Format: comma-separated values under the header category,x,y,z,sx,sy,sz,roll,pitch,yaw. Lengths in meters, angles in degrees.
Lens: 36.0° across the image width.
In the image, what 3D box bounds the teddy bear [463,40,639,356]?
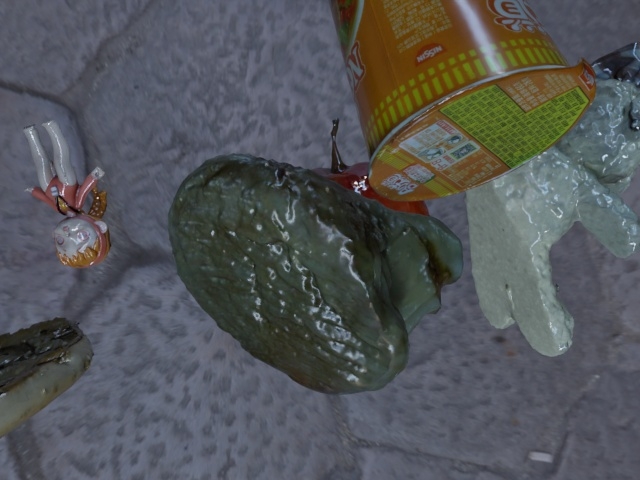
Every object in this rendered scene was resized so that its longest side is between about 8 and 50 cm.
category,x,y,z,sx,sy,sz,roll,pitch,yaw
teddy bear,0.417,-0.069,1.544,0.362,0.327,0.375,-26,115,-16

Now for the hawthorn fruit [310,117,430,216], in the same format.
category,x,y,z,sx,sy,sz,roll,pitch,yaw
hawthorn fruit,0.036,-0.029,1.340,0.241,0.242,0.272,-9,106,-6

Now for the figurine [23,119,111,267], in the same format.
category,x,y,z,sx,sy,sz,roll,pitch,yaw
figurine,-0.180,-0.033,0.708,0.064,0.047,0.109,-12,106,15

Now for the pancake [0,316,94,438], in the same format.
category,x,y,z,sx,sy,sz,roll,pitch,yaw
pancake,-0.431,0.193,1.129,0.382,0.382,0.071,-23,100,-7

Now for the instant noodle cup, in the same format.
category,x,y,z,sx,sy,sz,roll,pitch,yaw
instant noodle cup,0.081,-0.148,0.706,0.168,0.168,0.185,-18,69,-7

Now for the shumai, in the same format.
category,x,y,z,sx,sy,sz,roll,pitch,yaw
shumai,0.000,0.000,0.946,0.272,0.222,0.204,55,44,-22
